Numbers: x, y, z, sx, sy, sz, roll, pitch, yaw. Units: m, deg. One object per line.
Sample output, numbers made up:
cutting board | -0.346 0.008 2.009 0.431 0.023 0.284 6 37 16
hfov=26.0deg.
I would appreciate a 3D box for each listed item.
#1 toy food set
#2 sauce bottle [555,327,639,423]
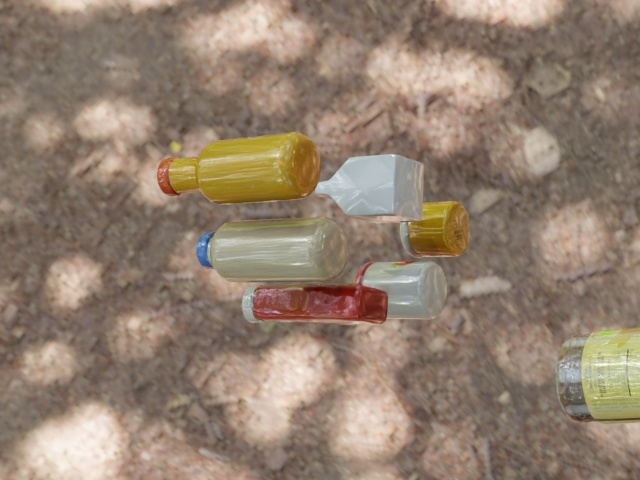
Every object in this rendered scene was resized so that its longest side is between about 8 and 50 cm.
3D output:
toy food set | 0.000 0.000 0.913 0.104 0.232 0.111 -2 83 33
sauce bottle | 0.437 0.145 1.534 0.344 0.111 0.111 -6 62 33
